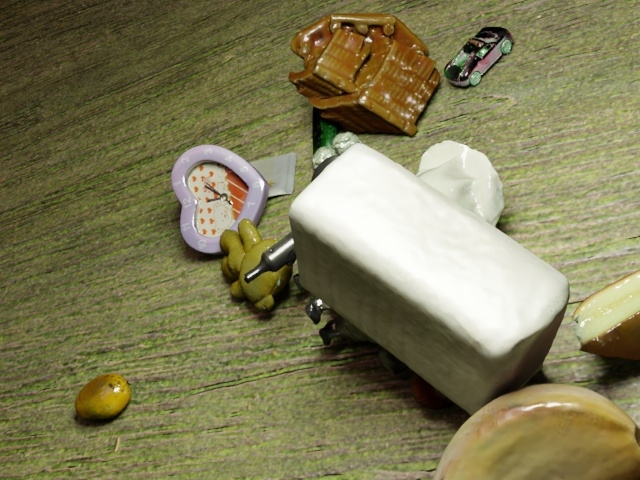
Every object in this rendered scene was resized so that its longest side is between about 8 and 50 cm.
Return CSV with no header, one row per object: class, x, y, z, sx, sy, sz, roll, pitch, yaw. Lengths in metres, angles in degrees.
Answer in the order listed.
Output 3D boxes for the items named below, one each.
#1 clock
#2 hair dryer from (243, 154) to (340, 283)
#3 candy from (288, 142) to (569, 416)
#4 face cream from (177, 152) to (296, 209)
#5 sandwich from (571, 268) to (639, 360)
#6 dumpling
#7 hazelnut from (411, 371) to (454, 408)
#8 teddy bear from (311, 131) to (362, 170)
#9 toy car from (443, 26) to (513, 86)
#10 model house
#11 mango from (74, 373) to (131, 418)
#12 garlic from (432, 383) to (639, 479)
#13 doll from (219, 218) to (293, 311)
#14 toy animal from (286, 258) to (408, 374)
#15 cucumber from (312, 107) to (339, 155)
clock,-0.172,-0.077,1.953,0.172,0.064,0.198,-15,80,10
hair dryer,0.000,0.000,1.607,0.248,0.078,0.195,-38,44,-8
candy,0.131,0.055,1.382,0.358,0.208,0.145,37,63,25
face cream,-0.153,-0.107,2.025,0.224,0.070,0.114,-13,43,15
sandwich,0.438,0.073,1.340,0.258,0.096,0.094,-28,32,13
dumpling,0.202,-0.038,1.614,0.151,0.124,0.229,-2,81,32
hazelnut,0.157,0.185,1.462,0.086,0.086,0.086,-21,40,19
teddy bear,0.037,-0.061,1.801,0.133,0.111,0.213,157,125,-64
toy car,0.277,-0.330,1.916,0.142,0.055,0.069,-46,42,-10
model house,0.079,-0.296,1.933,0.219,0.199,0.229,-39,32,17
mango,-0.362,0.262,1.805,0.114,0.057,0.079,-25,42,28
garlic,0.213,0.294,1.257,0.338,0.151,0.196,-41,51,-3
doll,-0.106,0.037,1.815,0.209,0.097,0.137,30,110,58
toy animal,0.070,0.093,1.601,0.168,0.106,0.343,-36,43,-12
cucumber,0.009,-0.225,2.020,0.056,0.056,0.284,-20,36,20
